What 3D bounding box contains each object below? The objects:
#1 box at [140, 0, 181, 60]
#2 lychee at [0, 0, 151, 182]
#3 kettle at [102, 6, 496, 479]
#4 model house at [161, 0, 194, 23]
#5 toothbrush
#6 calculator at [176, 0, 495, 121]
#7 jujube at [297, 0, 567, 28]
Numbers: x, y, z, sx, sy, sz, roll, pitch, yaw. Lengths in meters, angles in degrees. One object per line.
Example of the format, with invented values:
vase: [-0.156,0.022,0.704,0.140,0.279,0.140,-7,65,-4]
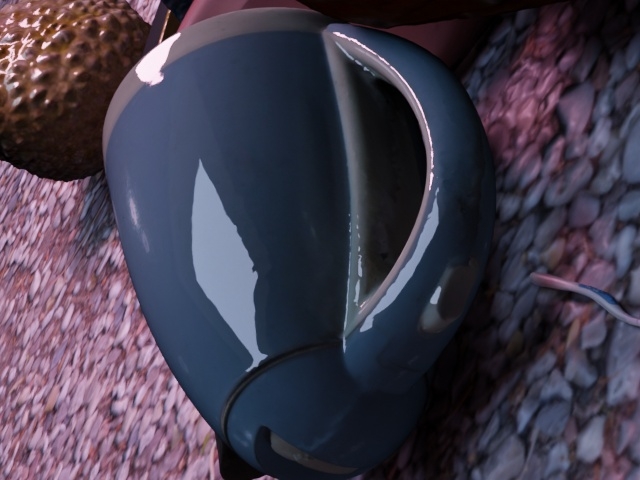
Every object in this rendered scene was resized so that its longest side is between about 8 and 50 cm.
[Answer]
box: [-0.104,-0.218,1.783,0.090,0.144,0.201,-29,43,59]
lychee: [-0.332,-0.197,2.124,0.274,0.255,0.255,-43,28,12]
kettle: [0.000,0.000,1.224,0.319,0.247,0.342,-51,36,30]
model house: [-0.039,-0.275,1.519,0.261,0.241,0.226,-42,33,21]
toothbrush: [0.174,0.038,1.081,0.162,0.014,0.017,-162,83,-67]
calculator: [0.003,-0.173,1.419,0.330,0.220,0.048,-49,0,25]
jujube: [0.094,-0.288,1.187,0.376,0.276,0.277,-6,59,38]
